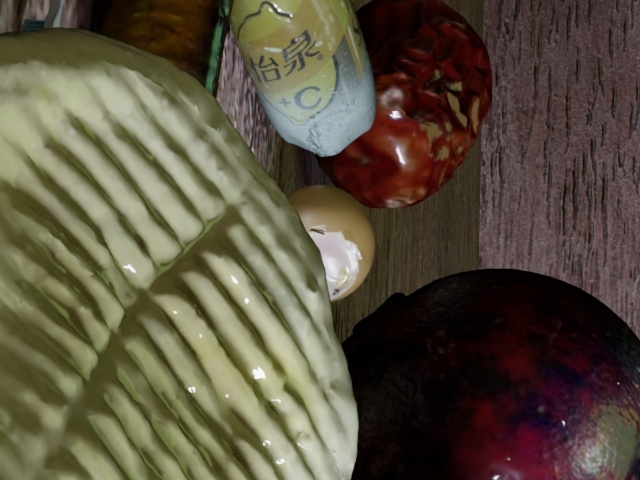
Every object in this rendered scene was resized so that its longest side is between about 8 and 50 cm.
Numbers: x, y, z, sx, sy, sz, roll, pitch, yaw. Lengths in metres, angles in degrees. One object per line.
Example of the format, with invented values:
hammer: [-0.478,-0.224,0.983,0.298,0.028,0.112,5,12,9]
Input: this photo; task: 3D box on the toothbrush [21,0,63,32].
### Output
toothbrush: [-0.112,-0.147,0.577,0.014,0.017,0.162,76,16,-69]

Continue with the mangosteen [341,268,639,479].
mangosteen: [0.161,0.191,1.085,0.306,0.359,0.306,-49,174,-6]

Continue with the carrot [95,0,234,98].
carrot: [-0.076,-0.085,0.635,0.070,0.070,0.260,67,25,-62]

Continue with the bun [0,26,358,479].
bun: [-0.087,0.058,0.398,0.229,0.145,0.230,26,53,-39]

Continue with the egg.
egg: [0.000,0.000,0.970,0.096,0.080,0.080,-83,168,-68]

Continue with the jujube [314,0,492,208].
jujube: [0.067,-0.120,1.166,0.230,0.155,0.155,-61,149,-53]

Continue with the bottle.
bottle: [-0.022,-0.157,0.865,0.270,0.083,0.083,69,23,-56]
